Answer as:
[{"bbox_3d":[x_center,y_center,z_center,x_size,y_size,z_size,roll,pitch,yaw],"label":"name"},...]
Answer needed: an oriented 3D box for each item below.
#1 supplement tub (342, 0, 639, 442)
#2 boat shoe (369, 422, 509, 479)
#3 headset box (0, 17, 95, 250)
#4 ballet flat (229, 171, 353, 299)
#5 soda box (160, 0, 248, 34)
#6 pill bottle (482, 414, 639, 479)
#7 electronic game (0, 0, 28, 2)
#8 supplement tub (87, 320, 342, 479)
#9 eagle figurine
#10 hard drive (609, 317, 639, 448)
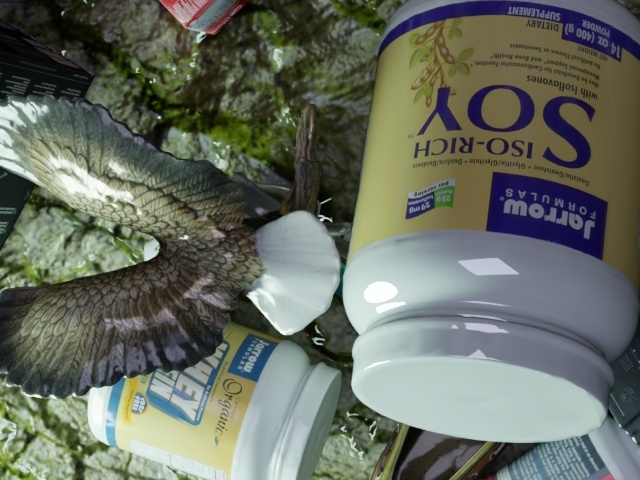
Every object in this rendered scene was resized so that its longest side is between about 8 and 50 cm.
[{"bbox_3d":[0.147,-0.023,1.481,0.241,0.241,0.331,4,67,11],"label":"supplement tub"},{"bbox_3d":[0.148,0.132,1.607,0.111,0.104,0.307,30,96,11],"label":"boat shoe"},{"bbox_3d":[-0.364,-0.068,1.629,0.131,0.246,0.283,31,98,15],"label":"headset box"},{"bbox_3d":[0.000,0.000,1.655,0.213,0.072,0.068,28,67,7],"label":"ballet flat"},{"bbox_3d":[-0.168,-0.310,1.660,0.083,0.092,0.263,-44,83,12],"label":"soda box"},{"bbox_3d":[0.237,0.214,1.591,0.180,0.108,0.108,-35,85,11],"label":"pill bottle"},{"bbox_3d":[-0.278,-0.327,1.615,0.229,0.048,0.229,2,96,16],"label":"electronic game"},{"bbox_3d":[-0.094,0.143,1.636,0.200,0.144,0.144,18,95,10],"label":"supplement tub"},{"bbox_3d":[-0.140,0.007,1.539,0.298,0.225,0.226,1,53,-23],"label":"eagle figurine"},{"bbox_3d":[0.365,0.038,1.454,0.339,0.064,0.237,-48,48,25],"label":"hard drive"}]
